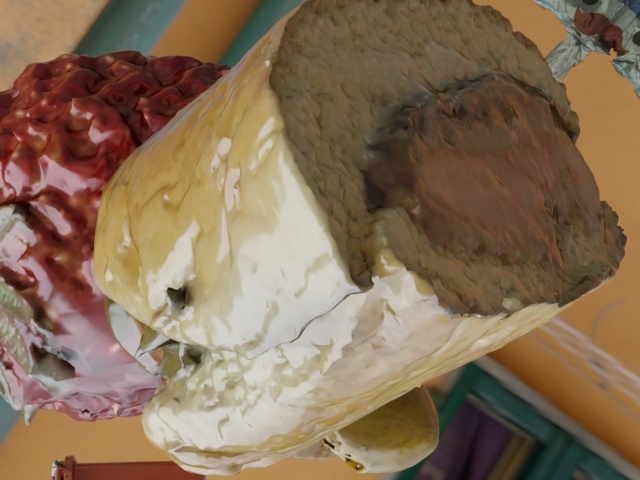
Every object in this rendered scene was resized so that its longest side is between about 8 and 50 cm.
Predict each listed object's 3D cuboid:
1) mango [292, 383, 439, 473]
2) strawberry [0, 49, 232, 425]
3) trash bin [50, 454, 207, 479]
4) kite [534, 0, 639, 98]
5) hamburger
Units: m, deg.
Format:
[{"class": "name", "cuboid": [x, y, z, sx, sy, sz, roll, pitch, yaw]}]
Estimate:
[{"class": "mango", "cuboid": [-0.007, 0.114, 1.166, 0.262, 0.167, 0.130, 45, 142, 31]}, {"class": "strawberry", "cuboid": [-0.106, -0.006, 0.980, 0.343, 0.292, 0.292, -6, -174, -20]}, {"class": "trash bin", "cuboid": [-0.280, 0.398, 1.910, 0.238, 0.161, 0.184, -7, 147, -1]}, {"class": "kite", "cuboid": [0.259, -0.202, 1.136, 0.406, 0.368, 0.014, 47, -175, 25]}, {"class": "hamburger", "cuboid": [-0.001, 0.003, 0.595, 0.162, 0.209, 0.330, 62, -155, 5]}]
